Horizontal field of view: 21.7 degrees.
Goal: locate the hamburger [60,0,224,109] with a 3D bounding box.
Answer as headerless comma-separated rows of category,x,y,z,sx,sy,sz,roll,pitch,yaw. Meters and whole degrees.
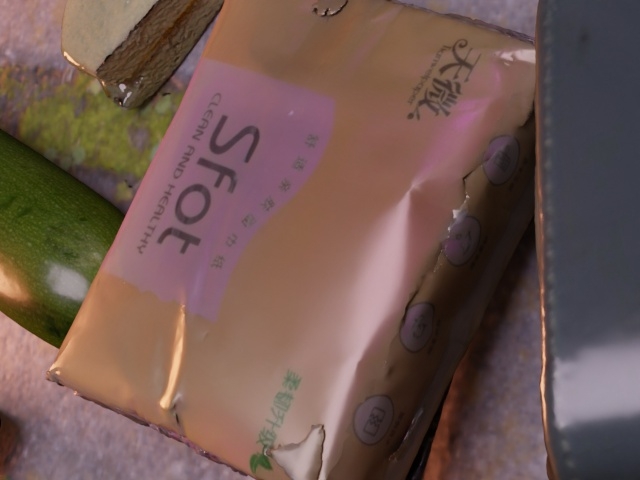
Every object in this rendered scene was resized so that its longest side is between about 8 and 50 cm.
hamburger,-0.111,-0.152,1.024,0.121,0.054,0.084,-48,54,15

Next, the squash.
squash,-0.230,-0.030,1.055,0.378,0.101,0.101,26,96,36

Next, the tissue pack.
tissue pack,0.000,0.000,0.868,0.215,0.123,0.257,21,82,34

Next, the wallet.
wallet,0.255,-0.038,0.668,0.360,0.083,0.252,-10,62,19
